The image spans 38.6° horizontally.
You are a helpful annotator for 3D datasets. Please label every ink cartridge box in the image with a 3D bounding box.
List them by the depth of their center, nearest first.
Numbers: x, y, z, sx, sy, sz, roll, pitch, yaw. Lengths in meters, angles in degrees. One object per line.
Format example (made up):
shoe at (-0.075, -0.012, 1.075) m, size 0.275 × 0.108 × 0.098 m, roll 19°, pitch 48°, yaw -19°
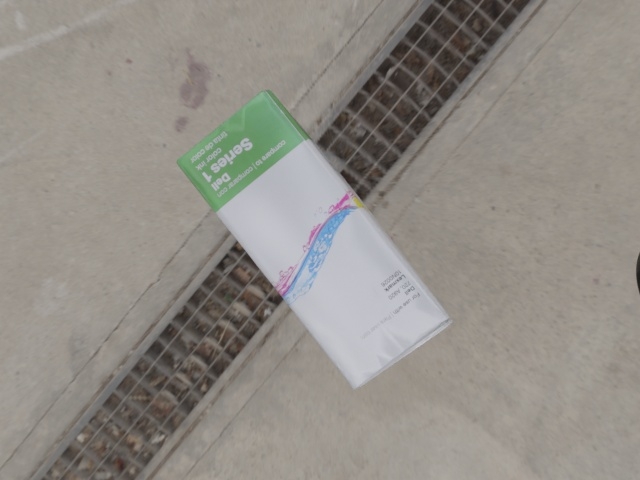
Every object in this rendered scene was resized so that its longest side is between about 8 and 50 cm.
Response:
ink cartridge box at (0.000, 0.000, 0.936) m, size 0.117 × 0.201 × 0.278 m, roll -38°, pitch 87°, yaw 4°

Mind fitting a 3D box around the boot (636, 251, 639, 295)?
boot at (0.371, 0.141, 0.821) m, size 0.115 × 0.112 × 0.305 m, roll 10°, pitch 71°, yaw -37°
